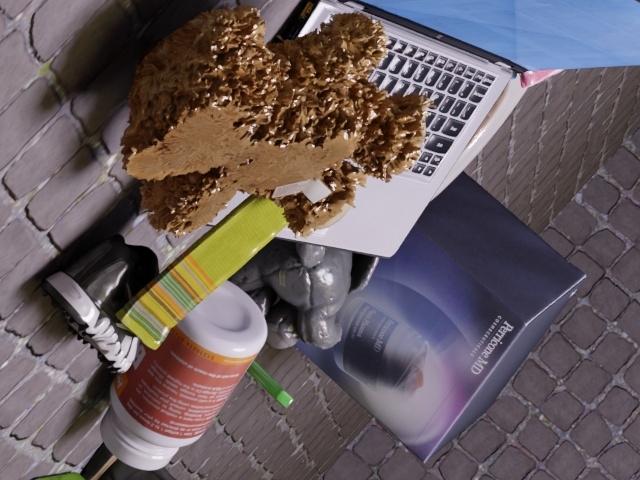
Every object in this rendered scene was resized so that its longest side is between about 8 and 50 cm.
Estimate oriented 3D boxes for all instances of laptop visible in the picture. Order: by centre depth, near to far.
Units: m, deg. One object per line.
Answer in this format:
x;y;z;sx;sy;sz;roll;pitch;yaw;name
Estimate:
0.145;-0.105;1.704;0.382;0.236;0.408;11;116;-55;laptop

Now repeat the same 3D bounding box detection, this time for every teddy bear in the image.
-0.042;-0.099;1.444;0.338;0.113;0.245;1;143;-42;teddy bear

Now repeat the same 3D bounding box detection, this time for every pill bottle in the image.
-0.158;0.149;1.923;0.216;0.121;0.121;-56;165;30;pill bottle

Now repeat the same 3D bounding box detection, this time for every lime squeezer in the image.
-0.107;0.111;2.048;0.059;0.110;0.310;-62;-162;2;lime squeezer

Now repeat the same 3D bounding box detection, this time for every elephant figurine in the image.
0.000;0.000;2.018;0.239;0.186;0.169;-50;127;-43;elephant figurine

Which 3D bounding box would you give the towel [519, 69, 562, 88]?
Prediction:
0.255;-0.279;1.901;0.144;0.029;0.197;-32;126;-24;towel

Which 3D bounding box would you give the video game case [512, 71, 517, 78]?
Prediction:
0.185;-0.256;1.878;0.119;0.015;0.166;-4;110;-43;video game case

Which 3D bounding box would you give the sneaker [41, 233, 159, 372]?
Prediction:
-0.189;0.057;1.649;0.106;0.078;0.234;-44;164;-10;sneaker

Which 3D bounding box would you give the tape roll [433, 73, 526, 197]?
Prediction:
0.140;-0.160;2.061;0.286;0.100;0.286;-45;167;-14;tape roll

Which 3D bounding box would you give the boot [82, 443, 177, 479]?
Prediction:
-0.248;0.344;2.153;0.198;0.137;0.077;-55;166;27;boot

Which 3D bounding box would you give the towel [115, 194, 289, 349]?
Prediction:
-0.084;0.007;1.602;0.237;0.021;0.102;-42;162;-2;towel

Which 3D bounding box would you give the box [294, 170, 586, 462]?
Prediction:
0.137;0.078;2.304;0.182;0.294;0.296;-34;160;-49;box

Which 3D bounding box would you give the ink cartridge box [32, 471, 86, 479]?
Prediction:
-0.351;0.370;1.979;0.189;0.097;0.255;-50;168;7;ink cartridge box
